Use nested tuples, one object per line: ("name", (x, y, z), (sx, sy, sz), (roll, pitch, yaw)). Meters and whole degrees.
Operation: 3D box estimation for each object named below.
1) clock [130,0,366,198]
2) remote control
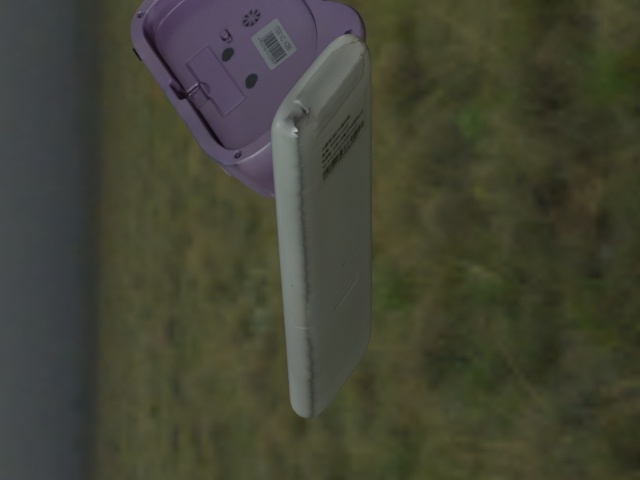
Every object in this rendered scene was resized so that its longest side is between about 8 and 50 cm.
("clock", (-0.030, -0.099, 1.010), (0.050, 0.110, 0.153), (43, -171, -48))
("remote control", (0.000, 0.000, 0.925), (0.067, 0.029, 0.261), (-54, -21, -29))
